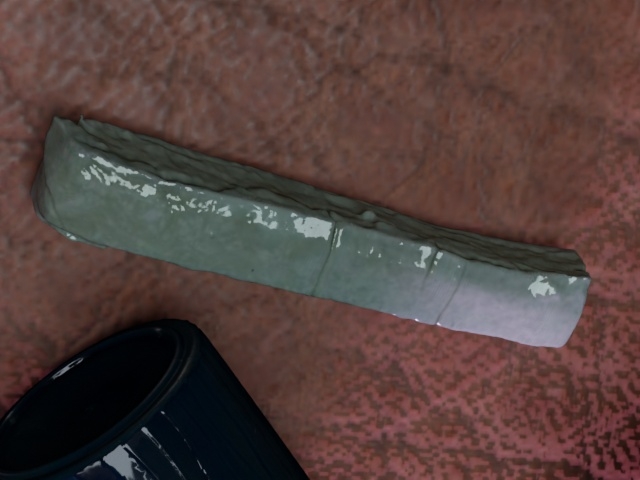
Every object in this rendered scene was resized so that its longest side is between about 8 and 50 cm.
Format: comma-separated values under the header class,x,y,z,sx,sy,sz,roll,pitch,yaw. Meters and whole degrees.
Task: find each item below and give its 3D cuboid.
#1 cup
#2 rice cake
class,x,y,z,sx,sy,sz,roll,pitch,yaw
cup,-0.074,0.125,0.642,0.150,0.113,0.138,-34,111,-6
rice cake,0.000,0.000,0.662,0.245,0.042,0.045,15,114,-21
